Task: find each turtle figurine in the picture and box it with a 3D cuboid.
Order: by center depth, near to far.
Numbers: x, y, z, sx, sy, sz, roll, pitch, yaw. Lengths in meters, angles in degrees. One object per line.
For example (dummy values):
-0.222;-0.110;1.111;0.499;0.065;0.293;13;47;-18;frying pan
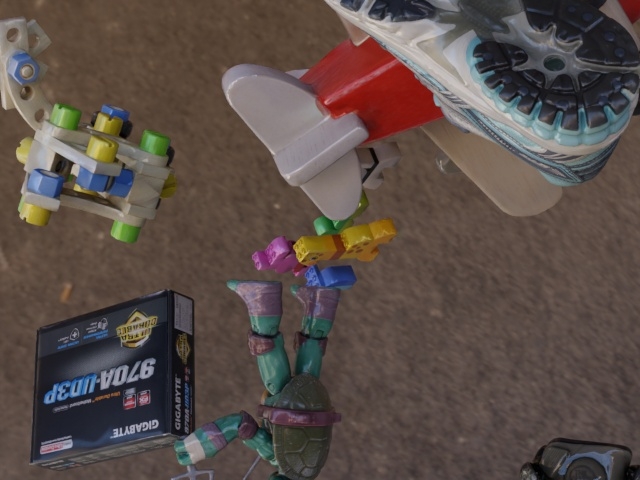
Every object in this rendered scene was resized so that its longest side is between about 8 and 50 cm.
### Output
-0.038;0.155;1.172;0.118;0.175;0.234;4;86;29;turtle figurine

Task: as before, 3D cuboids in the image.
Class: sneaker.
0.161;0.213;0.828;0.087;0.130;0.227;1;35;11;sneaker
0.082;-0.132;0.862;0.110;0.122;0.283;-38;64;-14;sneaker

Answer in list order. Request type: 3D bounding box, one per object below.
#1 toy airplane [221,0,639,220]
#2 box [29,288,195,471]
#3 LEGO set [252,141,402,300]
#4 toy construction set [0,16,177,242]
0.099;-0.192;1.155;0.386;0.384;0.272;109;167;-48;toy airplane
-0.246;0.167;1.541;0.220;0.051;0.175;-16;64;31;box
0.000;0.000;1.315;0.227;0.093;0.087;-52;51;46;LEGO set
-0.275;-0.110;1.415;0.328;0.215;0.151;51;120;42;toy construction set
